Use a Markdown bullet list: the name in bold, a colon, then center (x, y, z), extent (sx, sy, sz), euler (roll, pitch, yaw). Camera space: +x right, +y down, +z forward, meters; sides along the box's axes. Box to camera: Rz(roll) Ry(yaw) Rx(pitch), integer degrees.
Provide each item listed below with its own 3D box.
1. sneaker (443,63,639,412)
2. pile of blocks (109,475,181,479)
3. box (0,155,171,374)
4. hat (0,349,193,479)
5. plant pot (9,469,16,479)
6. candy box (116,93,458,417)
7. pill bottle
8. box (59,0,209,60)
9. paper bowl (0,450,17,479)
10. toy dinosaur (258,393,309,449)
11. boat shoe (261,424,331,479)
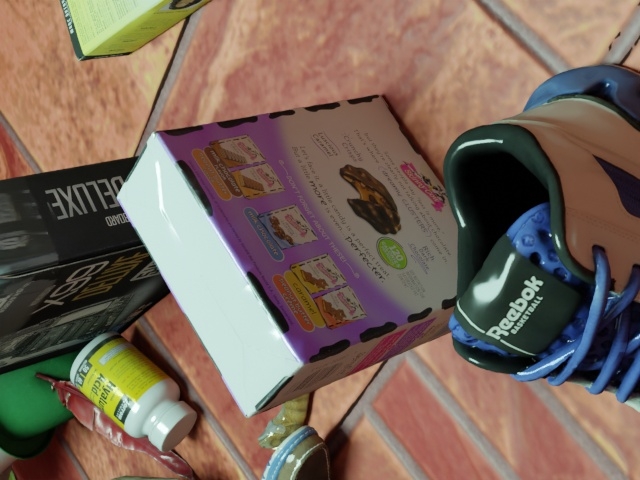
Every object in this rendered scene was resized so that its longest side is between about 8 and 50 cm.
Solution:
- **sneaker**: center (0.163, 0.046, 0.522), extent (0.315, 0.182, 0.127), euler (51, 134, 24)
- **pile of blocks**: center (-0.199, 0.320, 1.051), extent (0.362, 0.113, 0.149), euler (-41, 66, 36)
- **box**: center (-0.226, 0.032, 0.886), extent (0.307, 0.242, 0.076), euler (-35, 76, 45)
- **hat**: center (-0.230, 0.123, 1.058), extent (0.184, 0.173, 0.208), euler (-15, 114, 15)
- **plant pot**: center (-0.423, 0.320, 1.312), extent (0.083, 0.083, 0.079), euler (55, 146, 20)
- **candy box**: center (0.000, 0.000, 0.669), extent (0.165, 0.196, 0.070), euler (57, 134, 18)
- **pill bottle**: center (-0.173, 0.143, 0.988), extent (0.116, 0.065, 0.065), euler (36, 127, 19)
- **box**: center (-0.129, -0.222, 0.841), extent (0.232, 0.058, 0.087), euler (-20, 87, 48)
- **paper bowl**: center (-0.402, 0.151, 1.121), extent (0.284, 0.148, 0.284), euler (-19, -90, -89)
- **toy dinosaur**: center (-0.017, 0.080, 0.827), extent (0.112, 0.064, 0.211), euler (34, 136, 13)
- **boat shoe**: center (-0.006, 0.230, 0.852), extent (0.066, 0.066, 0.183), euler (28, 131, 33)
